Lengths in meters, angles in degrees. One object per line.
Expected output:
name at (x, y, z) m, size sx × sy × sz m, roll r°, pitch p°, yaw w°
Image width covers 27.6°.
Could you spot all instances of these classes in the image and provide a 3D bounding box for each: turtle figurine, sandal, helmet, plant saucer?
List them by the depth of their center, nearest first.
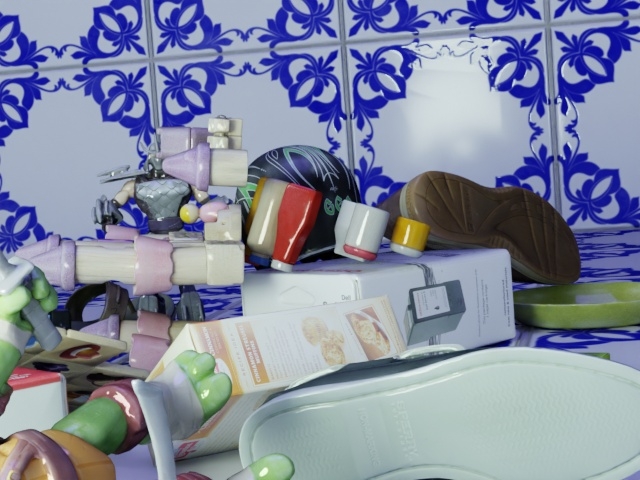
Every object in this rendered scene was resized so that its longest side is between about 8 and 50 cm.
turtle figurine at (-0.109, 0.101, 0.724) m, size 0.198 × 0.275 × 0.266 m, roll 16°, pitch 5°, yaw 30°
helmet at (-0.029, -0.043, 1.659) m, size 0.169 × 0.161 × 0.169 m, roll -18°, pitch -13°, yaw -4°
plant saucer at (0.354, 0.086, 1.711) m, size 0.241 × 0.037 × 0.241 m, roll -3°, pitch 4°, yaw 0°
sandal at (-0.311, 0.101, 1.810) m, size 0.120 × 0.086 × 0.303 m, roll -1°, pitch 5°, yaw 33°

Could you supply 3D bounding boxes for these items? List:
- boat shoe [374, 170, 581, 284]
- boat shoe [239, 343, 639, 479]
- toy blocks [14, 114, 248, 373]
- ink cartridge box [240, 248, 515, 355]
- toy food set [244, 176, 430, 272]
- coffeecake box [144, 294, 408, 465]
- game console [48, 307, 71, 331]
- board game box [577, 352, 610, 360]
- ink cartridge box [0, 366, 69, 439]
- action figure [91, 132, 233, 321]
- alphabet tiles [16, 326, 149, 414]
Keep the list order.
boat shoe at (0.210, -0.003, 1.754) m, size 0.342 × 0.123 × 0.123 m, roll 13°, pitch -26°, yaw -39°
boat shoe at (0.095, 0.123, 0.937) m, size 0.302 × 0.114 × 0.091 m, roll -2°, pitch 10°, yaw 12°
toy blocks at (-0.223, 0.004, 1.507) m, size 0.260 × 0.309 × 0.288 m, roll 2°, pitch 3°, yaw -6°
ink cartridge box at (0.070, 0.078, 1.551) m, size 0.273 × 0.115 × 0.198 m, roll -8°, pitch 5°, yaw -44°
toy food set at (0.000, 0.000, 1.473) m, size 0.232 × 0.104 × 0.111 m, roll 18°, pitch 1°, yaw 27°
coffeecake box at (-0.041, 0.115, 1.076) m, size 0.185 × 0.068 × 0.142 m, roll -7°, pitch -26°, yaw -31°
game console at (-0.379, 0.129, 1.640) m, size 0.122 × 0.107 × 0.071 m, roll -4°, pitch -24°, yaw -2°
board game box at (0.191, 0.135, 1.155) m, size 0.092 × 0.043 × 0.181 m, roll -3°, pitch 4°, yaw 26°
ink cartridge box at (-0.329, 0.153, 0.928) m, size 0.197 × 0.114 × 0.273 m, roll -8°, pitch 6°, yaw -40°
action figure at (-0.200, 0.000, 1.713) m, size 0.185 × 0.285 × 0.099 m, roll -5°, pitch 5°, yaw 2°
alphabet tiles at (-0.339, 0.107, 1.138) m, size 0.342 × 0.011 × 0.285 m, roll 17°, pitch -30°, yaw -34°
